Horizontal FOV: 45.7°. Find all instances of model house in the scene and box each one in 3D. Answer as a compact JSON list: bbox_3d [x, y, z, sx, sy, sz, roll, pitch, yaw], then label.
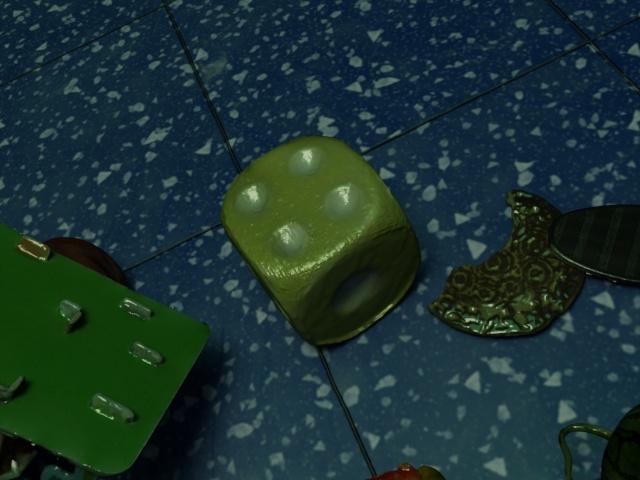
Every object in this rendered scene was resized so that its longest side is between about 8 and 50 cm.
[{"bbox_3d":[-0.328,0.186,0.813,0.357,0.313,0.242,24,35,-1],"label":"model house"}]

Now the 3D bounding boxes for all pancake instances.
[{"bbox_3d":[0.205,0.029,0.863,0.190,0.020,0.184,-20,55,3],"label":"pancake"}]

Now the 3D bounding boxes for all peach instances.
[{"bbox_3d":[-0.314,0.064,0.928,0.152,0.152,0.152,-8,56,12],"label":"peach"}]

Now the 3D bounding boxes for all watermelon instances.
[{"bbox_3d":[0.299,0.194,0.650,0.187,0.141,0.141,26,68,34],"label":"watermelon"}]

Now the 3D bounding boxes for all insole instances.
[{"bbox_3d":[0.401,0.015,0.804,0.309,0.012,0.110,13,58,22],"label":"insole"}]

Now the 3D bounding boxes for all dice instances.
[{"bbox_3d":[0.000,0.000,0.854,0.166,0.169,0.169,-35,55,-7],"label":"dice"}]

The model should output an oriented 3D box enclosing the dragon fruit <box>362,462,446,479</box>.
[{"bbox_3d":[0.058,0.334,0.590,0.227,0.243,0.307,-39,20,39],"label":"dragon fruit"}]
